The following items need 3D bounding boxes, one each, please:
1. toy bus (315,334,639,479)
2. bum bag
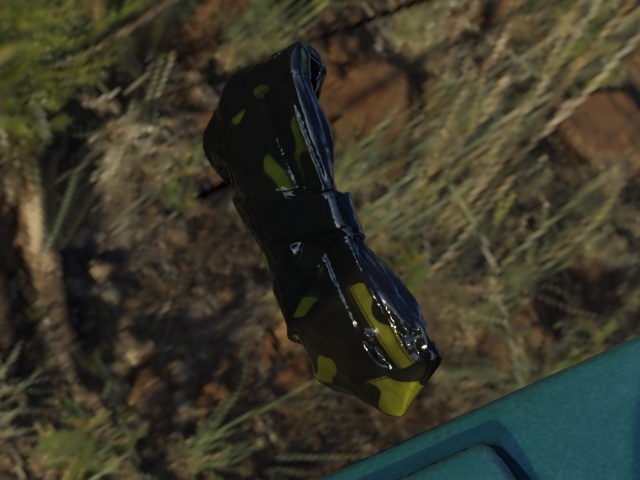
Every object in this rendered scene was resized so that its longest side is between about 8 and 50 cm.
[{"bbox_3d":[0.090,0.132,0.573,0.128,0.256,0.147,-118,-173,-48],"label":"toy bus"},{"bbox_3d":[0.000,0.000,0.921,0.060,0.107,0.232,-18,84,-46],"label":"bum bag"}]
